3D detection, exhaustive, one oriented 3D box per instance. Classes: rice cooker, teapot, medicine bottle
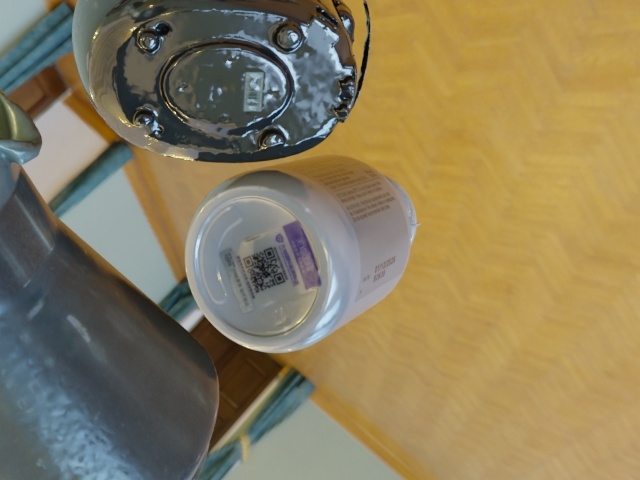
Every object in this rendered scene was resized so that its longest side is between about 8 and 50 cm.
[{"bbox_3d":[-0.063,-0.125,0.574,0.118,0.203,0.142,-111,24,-54],"label":"rice cooker"},{"bbox_3d":[-0.178,0.051,0.436,0.203,0.171,0.225,-11,126,16],"label":"teapot"},{"bbox_3d":[0.000,0.000,0.684,0.135,0.135,0.215,38,-156,14],"label":"medicine bottle"}]
